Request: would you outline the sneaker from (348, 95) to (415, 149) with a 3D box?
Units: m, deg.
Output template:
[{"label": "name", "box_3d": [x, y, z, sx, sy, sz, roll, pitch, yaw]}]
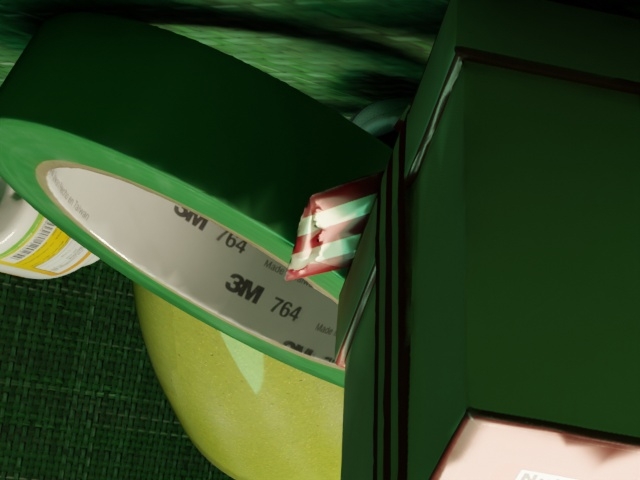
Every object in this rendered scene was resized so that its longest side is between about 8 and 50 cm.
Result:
[{"label": "sneaker", "box_3d": [0.140, -0.021, 1.028, 0.283, 0.110, 0.122, 10, 172, 4]}]

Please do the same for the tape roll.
[{"label": "tape roll", "box_3d": [-0.047, -0.012, 1.040, 0.321, 0.077, 0.321, 27, 166, 7]}]

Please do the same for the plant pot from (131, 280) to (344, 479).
[{"label": "plant pot", "box_3d": [-0.037, 0.032, 1.391, 0.274, 0.275, 0.293, 9, 159, 18]}]

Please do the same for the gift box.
[{"label": "gift box", "box_3d": [0.121, 0.058, 0.780, 0.255, 0.258, 0.276, 14, 139, -11]}]

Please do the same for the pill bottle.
[{"label": "pill bottle", "box_3d": [-0.260, -0.038, 1.524, 0.136, 0.136, 0.245, 9, 176, 15]}]
